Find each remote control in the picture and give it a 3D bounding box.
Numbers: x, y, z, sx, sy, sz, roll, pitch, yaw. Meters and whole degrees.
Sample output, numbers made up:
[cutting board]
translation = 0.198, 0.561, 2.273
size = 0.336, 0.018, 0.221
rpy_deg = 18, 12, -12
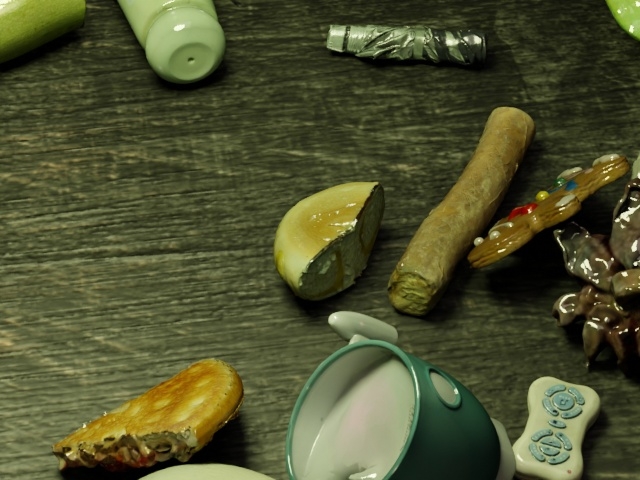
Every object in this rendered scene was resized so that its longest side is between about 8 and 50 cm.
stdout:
[remote control]
translation = 0.230, 0.188, 1.876
size = 0.074, 0.032, 0.122
rpy_deg = 14, 50, 9

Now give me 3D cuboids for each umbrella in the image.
[umbrella]
translation = 0.102, -0.230, 2.228
size = 0.188, 0.046, 0.050
rpy_deg = 6, 12, 3

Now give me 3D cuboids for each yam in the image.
[yam]
translation = 0.157, -0.039, 2.054
size = 0.066, 0.066, 0.299
rpy_deg = 22, 50, 16

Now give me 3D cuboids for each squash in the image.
[squash]
translation = -0.370, -0.263, 2.195
size = 0.187, 0.123, 0.123
rpy_deg = -29, 55, -19

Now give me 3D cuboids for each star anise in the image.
[star anise]
translation = 0.331, 0.036, 1.923
size = 0.220, 0.099, 0.214
rpy_deg = -13, 71, 28

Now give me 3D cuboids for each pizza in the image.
[pizza]
translation = -0.158, 0.181, 1.831
size = 0.193, 0.053, 0.201
rpy_deg = -18, 14, 16

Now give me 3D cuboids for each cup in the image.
[cup]
translation = 0.084, 0.192, 1.764
size = 0.173, 0.167, 0.299
rpy_deg = 25, 35, -40

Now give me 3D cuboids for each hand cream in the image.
[hand cream]
translation = -0.192, -0.308, 2.257
size = 0.147, 0.093, 0.306
rpy_deg = -11, 48, -14

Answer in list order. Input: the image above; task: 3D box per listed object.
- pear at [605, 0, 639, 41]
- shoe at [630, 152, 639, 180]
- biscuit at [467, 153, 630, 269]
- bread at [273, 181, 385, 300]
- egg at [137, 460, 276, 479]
[pear]
translation = 0.455, -0.291, 2.251
size = 0.239, 0.139, 0.288
rpy_deg = -27, 58, -5
[shoe]
translation = 0.401, 0.005, 2.020
size = 0.099, 0.125, 0.227
rpy_deg = -20, 71, 25
[biscuit]
translation = 0.230, -0.031, 2.011
size = 0.205, 0.138, 0.031
rpy_deg = -36, 98, -29
[bread]
translation = 0.000, 0.000, 1.998
size = 0.094, 0.083, 0.157
rpy_deg = 14, 47, 13
[egg]
translation = -0.094, 0.290, 1.679
size = 0.264, 0.174, 0.286
rpy_deg = 22, 48, 11
